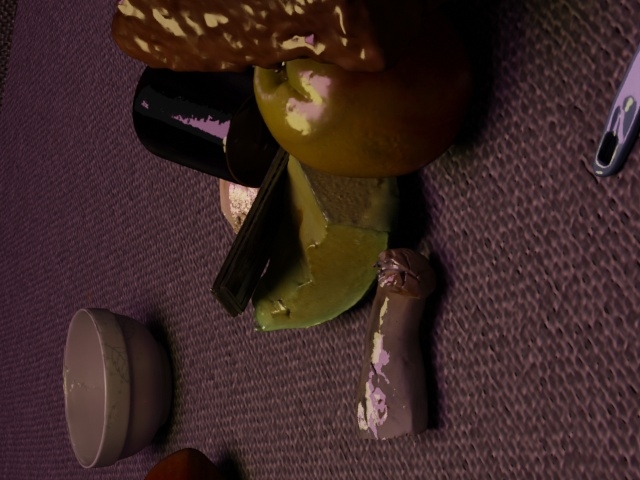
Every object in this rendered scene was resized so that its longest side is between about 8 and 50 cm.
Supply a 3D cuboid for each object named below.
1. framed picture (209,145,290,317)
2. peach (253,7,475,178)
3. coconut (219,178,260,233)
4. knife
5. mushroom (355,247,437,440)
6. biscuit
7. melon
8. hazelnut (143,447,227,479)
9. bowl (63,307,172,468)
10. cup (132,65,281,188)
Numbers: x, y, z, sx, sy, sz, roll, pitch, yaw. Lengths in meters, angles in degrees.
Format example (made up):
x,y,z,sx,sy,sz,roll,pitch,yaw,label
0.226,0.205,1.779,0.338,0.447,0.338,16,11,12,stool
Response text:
x,y,z,sx,sy,sz,roll,pitch,yaw,label
-0.060,-0.037,1.618,0.217,0.017,0.274,71,-136,-79,framed picture
0.048,-0.173,1.400,0.231,0.231,0.231,0,90,64,peach
-0.080,-0.070,1.775,0.116,0.116,0.122,-161,69,-63,coconut
0.298,-0.187,1.111,0.044,0.019,0.313,47,131,44,knife
0.087,0.119,1.477,0.092,0.081,0.223,-135,50,-79,mushroom
-0.009,-0.319,1.286,0.395,0.342,0.166,7,140,43,biscuit
0.000,0.000,1.607,0.323,0.124,0.196,114,145,-51,melon
-0.215,0.428,1.985,0.181,0.181,0.212,39,138,33,hazelnut
-0.359,0.261,2.316,0.287,0.144,0.287,1,91,63,bowl
-0.106,-0.190,1.694,0.177,0.166,0.239,25,74,40,cup
